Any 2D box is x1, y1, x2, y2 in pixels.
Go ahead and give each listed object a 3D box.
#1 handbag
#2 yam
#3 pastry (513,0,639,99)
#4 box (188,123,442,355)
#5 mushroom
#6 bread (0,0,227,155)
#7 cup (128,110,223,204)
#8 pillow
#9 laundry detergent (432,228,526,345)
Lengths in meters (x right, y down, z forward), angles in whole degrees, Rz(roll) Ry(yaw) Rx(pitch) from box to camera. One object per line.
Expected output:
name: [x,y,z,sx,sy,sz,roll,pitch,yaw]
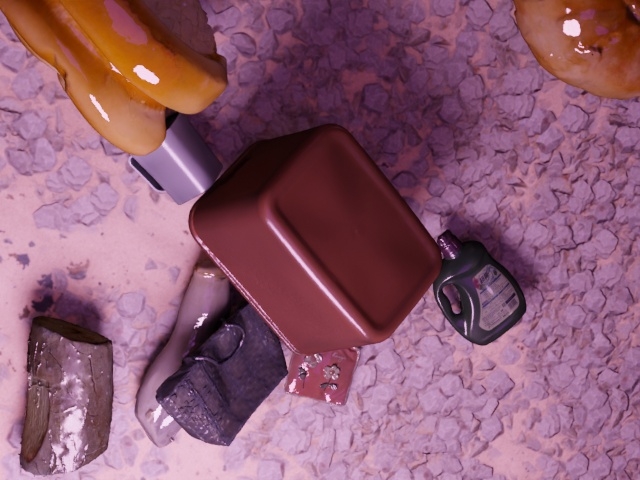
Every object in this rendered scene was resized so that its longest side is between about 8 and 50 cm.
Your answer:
handbag: [-0.160,0.221,1.865,0.270,0.088,0.175,-48,135,-31]
yam: [-0.418,0.259,1.840,0.154,0.154,0.255,5,96,-16]
pastry: [0.513,-0.442,1.887,0.409,0.245,0.410,-4,105,-16]
box: [0.000,0.000,1.807,0.339,0.229,0.239,51,61,-17]
mushroom: [-0.229,0.191,1.902,0.109,0.097,0.351,21,92,-41]
bread: [-0.328,-0.353,1.686,0.245,0.329,0.424,-36,98,30]
cup: [-0.249,-0.131,1.828,0.128,0.095,0.129,-26,114,30]
pillow: [0.018,0.178,1.990,0.126,0.043,0.233,15,96,-18]
laundry detergent: [0.270,0.079,2.019,0.144,0.078,0.222,-41,109,0]
